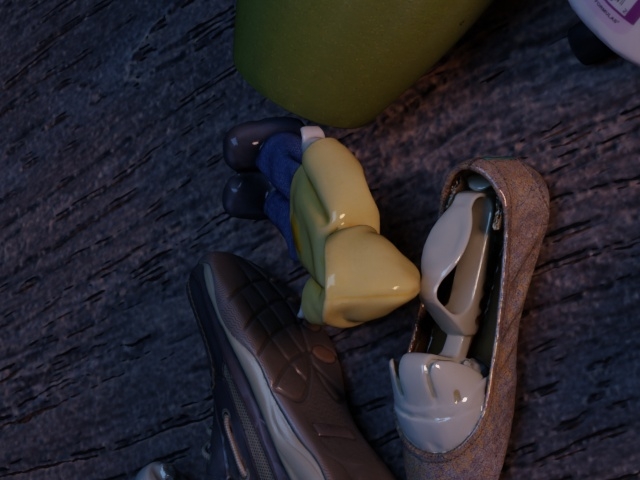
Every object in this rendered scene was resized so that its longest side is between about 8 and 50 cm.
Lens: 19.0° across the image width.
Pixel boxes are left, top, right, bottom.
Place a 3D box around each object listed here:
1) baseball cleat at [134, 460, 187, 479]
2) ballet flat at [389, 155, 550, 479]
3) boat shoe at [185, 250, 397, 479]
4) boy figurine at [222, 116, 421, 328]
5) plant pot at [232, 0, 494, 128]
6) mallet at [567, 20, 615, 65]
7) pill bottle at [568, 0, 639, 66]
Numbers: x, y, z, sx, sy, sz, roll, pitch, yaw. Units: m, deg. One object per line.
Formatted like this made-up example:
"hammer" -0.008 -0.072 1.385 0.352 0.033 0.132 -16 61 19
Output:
"baseball cleat" -0.124 0.300 1.709 0.109 0.072 0.206 -49 49 31
"ballet flat" 0.107 0.079 1.572 0.108 0.106 0.316 4 80 36
"boat shoe" -0.047 0.164 1.642 0.130 0.132 0.355 -43 53 22
"boy figurine" 0.000 0.000 1.618 0.285 0.092 0.177 -126 35 -56
"plant pot" 0.046 -0.253 1.638 0.275 0.275 0.293 46 121 34
"mallet" 0.220 -0.233 1.628 0.062 0.039 0.189 -34 55 26
"pill bottle" 0.316 -0.274 1.416 0.301 0.169 0.169 -55 49 45
